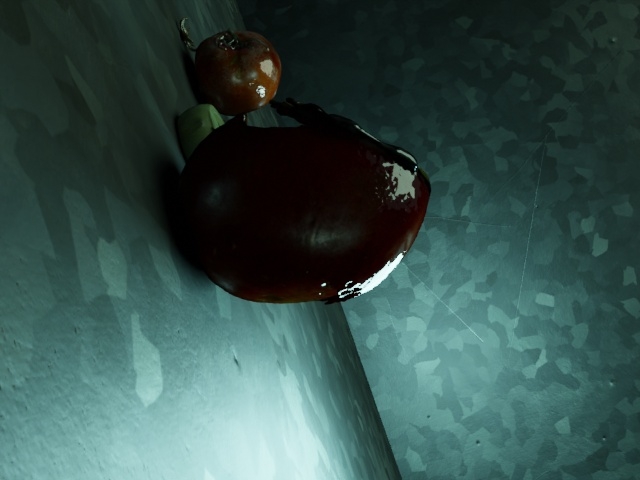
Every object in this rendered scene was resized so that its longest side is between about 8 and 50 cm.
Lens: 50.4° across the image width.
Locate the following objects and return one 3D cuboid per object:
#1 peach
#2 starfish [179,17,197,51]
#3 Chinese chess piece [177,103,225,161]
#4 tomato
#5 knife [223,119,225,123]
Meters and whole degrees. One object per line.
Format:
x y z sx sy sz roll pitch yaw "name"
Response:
-0.018 -0.062 1.172 0.339 0.417 0.352 123 -54 -88 "peach"
-0.337 -0.523 1.728 0.091 0.028 0.078 -108 -178 -51 "starfish"
-0.217 -0.181 1.369 0.188 0.083 0.188 -22 90 -84 "Chinese chess piece"
-0.205 -0.413 1.697 0.232 0.232 0.188 -105 -162 -44 "tomato"
-0.243 -0.259 1.772 0.031 0.018 0.121 78 -5 -71 "knife"
